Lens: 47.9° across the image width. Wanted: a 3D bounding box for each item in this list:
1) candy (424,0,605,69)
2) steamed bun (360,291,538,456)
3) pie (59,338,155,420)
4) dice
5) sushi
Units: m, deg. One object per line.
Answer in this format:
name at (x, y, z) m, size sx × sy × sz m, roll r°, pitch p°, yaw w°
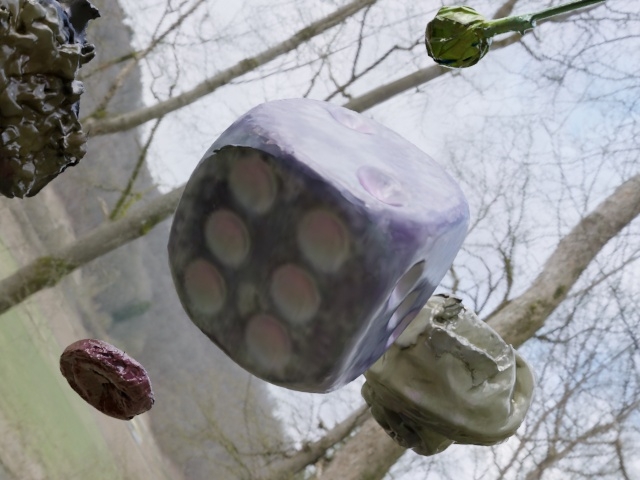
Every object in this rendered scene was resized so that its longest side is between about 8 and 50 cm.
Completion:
candy at (0.178, -0.192, 0.619) m, size 0.194 × 0.062 × 0.058 m, roll -7°, pitch -88°, yaw 39°
steamed bun at (0.196, 0.267, 1.301) m, size 0.347 × 0.237 × 0.394 m, roll 17°, pitch -26°, yaw 29°
pie at (-0.368, 0.240, 1.245) m, size 0.183 × 0.049 × 0.182 m, roll 15°, pitch -48°, yaw 17°
dice at (0.000, 0.000, 0.885) m, size 0.270 × 0.271 × 0.270 m, roll 38°, pitch -61°, yaw 18°
sushi at (-0.261, -0.142, 0.613) m, size 0.115 × 0.147 × 0.212 m, roll 35°, pitch -42°, yaw 22°
